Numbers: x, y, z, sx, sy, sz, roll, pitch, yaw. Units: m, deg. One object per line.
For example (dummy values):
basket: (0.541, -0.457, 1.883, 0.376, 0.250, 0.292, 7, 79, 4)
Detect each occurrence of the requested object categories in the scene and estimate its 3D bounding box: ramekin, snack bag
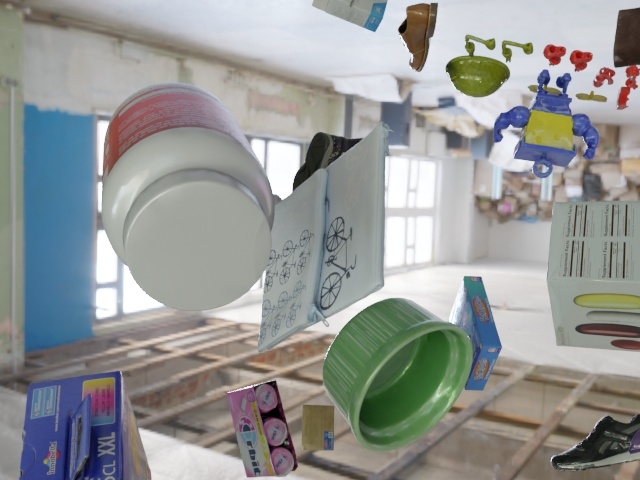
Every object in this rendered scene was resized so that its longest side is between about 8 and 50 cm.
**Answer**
ramekin: (0.150, 0.264, 1.380, 0.303, 0.303, 0.148, -1, -153, -37)
snack bag: (0.000, 0.000, 1.152, 0.037, 0.323, 0.342, 23, 145, -28)

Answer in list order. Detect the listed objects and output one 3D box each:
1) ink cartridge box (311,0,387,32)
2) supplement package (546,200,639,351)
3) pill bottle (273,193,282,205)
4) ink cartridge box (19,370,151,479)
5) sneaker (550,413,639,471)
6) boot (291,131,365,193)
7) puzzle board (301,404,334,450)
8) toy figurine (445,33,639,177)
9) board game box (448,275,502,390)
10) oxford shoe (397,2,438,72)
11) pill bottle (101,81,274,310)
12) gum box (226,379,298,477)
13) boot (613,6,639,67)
ink cartridge box: (0.079, -0.621, 1.728, 0.180, 0.104, 0.060, 19, 156, -9)
supplement package: (0.452, 0.056, 0.997, 0.203, 0.149, 0.194, 1, 143, 26)
pill bottle: (-0.057, 0.031, 1.483, 0.152, 0.272, 0.152, -34, 163, -12)
ink cartridge box: (-0.360, 0.392, 1.047, 0.151, 0.395, 0.270, -8, -133, -9)
sneaker: (0.733, 0.528, 1.767, 0.283, 0.124, 0.107, -11, 159, 0)
boot: (0.039, -0.164, 1.651, 0.179, 0.236, 0.085, -6, -130, -31)
puzzle board: (-0.007, 0.545, 1.963, 0.096, 0.128, 0.011, 6, 161, -15)
toy figurine: (0.412, -0.232, 1.280, 0.363, 0.217, 0.191, 10, 172, 1)
board game box: (0.349, 0.209, 1.537, 0.047, 0.160, 0.210, 3, -138, -5)
oxford shoe: (0.201, -0.435, 1.439, 0.076, 0.076, 0.212, 5, 159, 4)
pill bottle: (-0.194, -0.074, 0.965, 0.229, 0.229, 0.407, 1, -156, -17)
gum box: (-0.119, 0.389, 1.370, 0.062, 0.188, 0.107, -8, 168, -40)
boot: (0.696, -0.463, 1.335, 0.207, 0.248, 0.090, 14, -164, 40)
